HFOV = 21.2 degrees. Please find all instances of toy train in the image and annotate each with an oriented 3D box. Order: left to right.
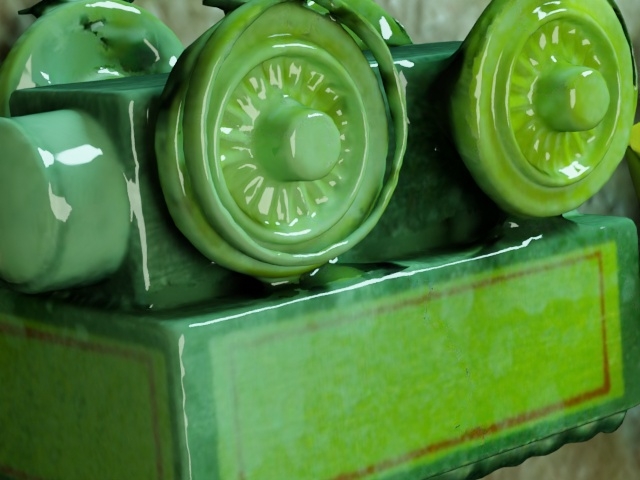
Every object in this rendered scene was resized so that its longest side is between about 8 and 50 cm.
[{"bbox_3d":[0.000,0.000,0.609,0.272,0.159,0.188,-11,102,-40],"label":"toy train"}]

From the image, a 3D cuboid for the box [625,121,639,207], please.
[{"bbox_3d":[0.240,0.018,0.728,0.168,0.097,0.265,-26,146,2],"label":"box"}]
